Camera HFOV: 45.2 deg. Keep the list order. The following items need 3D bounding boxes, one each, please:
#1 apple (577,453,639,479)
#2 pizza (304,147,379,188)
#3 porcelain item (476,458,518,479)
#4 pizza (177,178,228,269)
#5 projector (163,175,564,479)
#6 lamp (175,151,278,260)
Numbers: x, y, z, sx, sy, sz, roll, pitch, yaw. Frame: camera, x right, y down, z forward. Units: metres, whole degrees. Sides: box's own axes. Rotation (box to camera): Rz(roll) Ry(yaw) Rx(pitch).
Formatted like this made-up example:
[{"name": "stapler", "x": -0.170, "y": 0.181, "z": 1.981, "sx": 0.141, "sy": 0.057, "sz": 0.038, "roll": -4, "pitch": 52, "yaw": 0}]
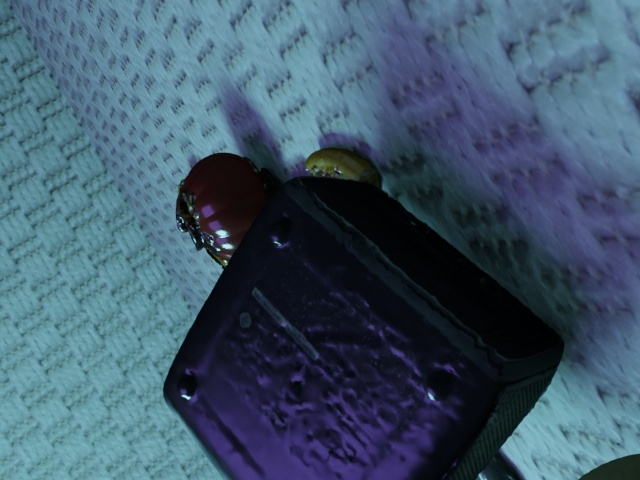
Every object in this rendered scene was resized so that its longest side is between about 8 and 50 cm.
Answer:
[{"name": "apple", "x": 0.364, "y": 0.353, "z": 0.769, "sx": 0.292, "sy": 0.254, "sz": 0.292, "roll": 50, "pitch": 162, "yaw": 22}, {"name": "pizza", "x": 0.047, "y": -0.051, "z": 1.214, "sx": 0.188, "sy": 0.062, "sz": 0.198, "roll": 20, "pitch": 140, "yaw": 63}, {"name": "porcelain item", "x": 0.294, "y": 0.404, "z": 1.319, "sx": 0.215, "sy": 0.069, "sz": 0.081, "roll": 47, "pitch": 154, "yaw": 14}, {"name": "pizza", "x": -0.317, "y": -0.064, "z": 2.056, "sx": 0.251, "sy": 0.074, "sz": 0.287, "roll": 23, "pitch": 140, "yaw": 58}, {"name": "projector", "x": 0.038, "y": 0.175, "z": 1.012, "sx": 0.395, "sy": 0.242, "sz": 0.405, "roll": 43, "pitch": 114, "yaw": 29}, {"name": "lamp", "x": -0.180, "y": -0.060, "z": 1.509, "sx": 0.227, "sy": 0.227, "sz": 0.227, "roll": 48, "pitch": 159, "yaw": 26}]
